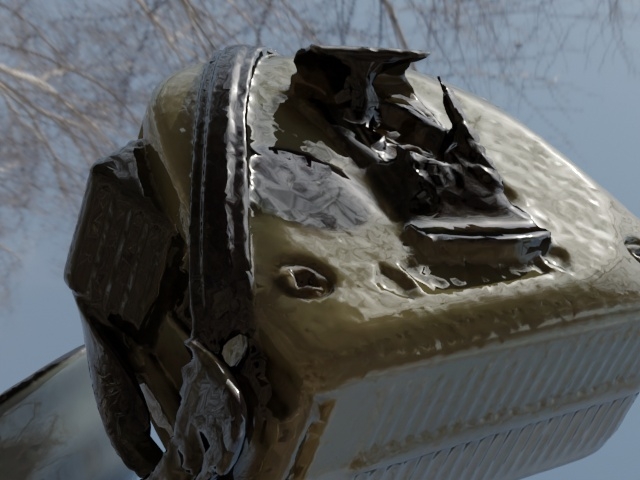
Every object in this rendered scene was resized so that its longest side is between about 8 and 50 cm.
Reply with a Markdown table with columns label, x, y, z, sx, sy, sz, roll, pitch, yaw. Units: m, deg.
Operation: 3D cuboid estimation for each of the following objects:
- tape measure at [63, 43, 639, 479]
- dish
| label | x | y | z | sx | sy | sz | roll | pitch | yaw |
| --- | --- | --- | --- | --- | --- | --- | --- | --- | --- |
| tape measure | 0.000 | 0.000 | 0.566 | 0.231 | 0.271 | 0.133 | 46 | -49 | 34 |
| dish | -0.194 | 0.184 | 0.728 | 0.316 | 0.316 | 0.106 | -41 | -92 | 0 |
